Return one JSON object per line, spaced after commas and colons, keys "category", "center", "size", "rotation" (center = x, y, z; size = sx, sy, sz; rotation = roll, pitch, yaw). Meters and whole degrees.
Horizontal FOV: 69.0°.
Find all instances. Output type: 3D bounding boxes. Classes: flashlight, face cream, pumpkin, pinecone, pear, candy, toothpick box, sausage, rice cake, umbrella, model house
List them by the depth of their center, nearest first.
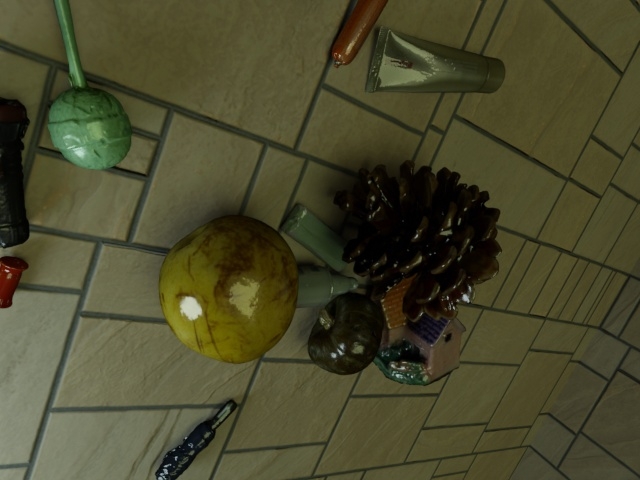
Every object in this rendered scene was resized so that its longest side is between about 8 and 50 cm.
{"category": "candy", "center": [-0.375, -0.320, 0.683], "size": [0.119, 0.119, 0.439], "rotation": [-16, 114, -26]}
{"category": "flashlight", "center": [-0.496, -0.099, 0.714], "size": [0.093, 0.093, 0.231], "rotation": [-3, 115, -31]}
{"category": "toothpick box", "center": [-0.537, 0.070, 0.796], "size": [0.047, 0.047, 0.083], "rotation": [24, 98, -38]}
{"category": "pear", "center": [-0.171, 0.092, 0.900], "size": [0.281, 0.281, 0.280], "rotation": [-14, 120, -26]}
{"category": "sausage", "center": [0.118, -0.500, 0.925], "size": [0.053, 0.053, 0.347], "rotation": [25, 99, -38]}
{"category": "pinecone", "center": [0.189, -0.019, 1.052], "size": [0.385, 0.384, 0.384], "rotation": [-14, 120, -26]}
{"category": "face cream", "center": [0.267, -0.393, 1.066], "size": [0.342, 0.084, 0.137], "rotation": [-2, 124, -24]}
{"category": "rice cake", "center": [0.000, -0.001, 1.108], "size": [0.080, 0.042, 0.222], "rotation": [-49, 130, 4]}
{"category": "face cream", "center": [-0.022, 0.109, 1.111], "size": [0.252, 0.101, 0.101], "rotation": [1, 112, -33]}
{"category": "umbrella", "center": [-0.307, 0.491, 1.149], "size": [0.248, 0.071, 0.071], "rotation": [-48, 129, -8]}
{"category": "pumpkin", "center": [0.056, 0.223, 1.155], "size": [0.162, 0.219, 0.219], "rotation": [39, 89, -18]}
{"category": "model house", "center": [0.242, 0.224, 1.256], "size": [0.202, 0.237, 0.237], "rotation": [-12, 116, -23]}
